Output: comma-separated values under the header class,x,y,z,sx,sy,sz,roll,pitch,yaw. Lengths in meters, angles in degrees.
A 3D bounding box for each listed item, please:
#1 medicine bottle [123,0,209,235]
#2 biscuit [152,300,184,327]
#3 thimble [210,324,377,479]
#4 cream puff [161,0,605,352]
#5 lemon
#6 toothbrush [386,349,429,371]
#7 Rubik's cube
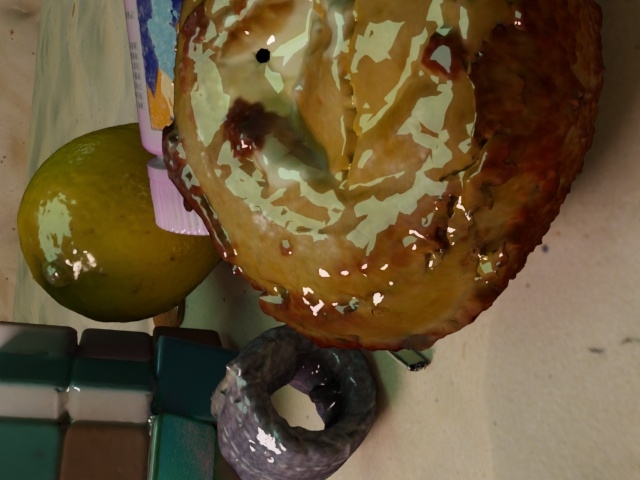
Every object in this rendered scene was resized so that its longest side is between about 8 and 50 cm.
class,x,y,z,sx,sy,sz,roll,pitch,yaw
medicine bottle,-0.105,-0.164,0.839,0.178,0.178,0.290,23,120,59
biscuit,-0.247,0.098,1.287,0.130,0.019,0.102,-33,61,55
thimble,-0.025,0.156,0.762,0.097,0.150,0.150,-59,41,46
cream puff,0.040,-0.099,0.569,0.351,0.229,0.350,6,100,37
lemon,-0.240,-0.027,1.027,0.245,0.320,0.245,11,118,22
toothbrush,0.020,0.059,0.807,0.294,0.026,0.028,32,135,57
Rubik's cube,-0.261,0.274,0.962,0.387,0.359,0.367,-104,23,-50
